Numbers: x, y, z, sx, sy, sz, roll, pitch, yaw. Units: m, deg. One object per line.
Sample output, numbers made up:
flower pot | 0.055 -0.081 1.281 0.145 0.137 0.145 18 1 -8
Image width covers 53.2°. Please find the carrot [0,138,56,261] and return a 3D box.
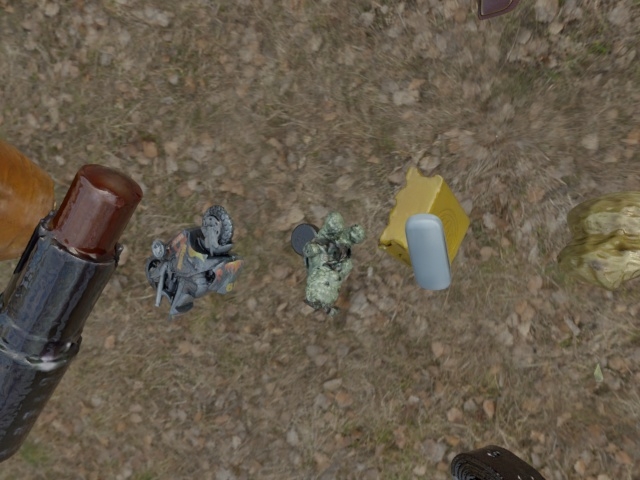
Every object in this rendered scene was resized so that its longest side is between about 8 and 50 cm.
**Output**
carrot | -0.412 -0.054 0.674 0.195 0.254 0.196 -6 69 16

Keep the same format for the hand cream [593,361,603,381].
hand cream | 0.721 0.345 1.665 0.022 0.102 0.035 17 71 36

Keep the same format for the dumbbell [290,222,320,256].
dumbbell | 0.000 0.000 1.955 0.100 0.191 0.100 0 89 33

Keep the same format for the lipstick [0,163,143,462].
lipstick | -0.228 0.065 0.515 0.081 0.081 0.300 37 113 7

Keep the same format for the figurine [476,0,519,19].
figurine | 0.334 -0.466 1.166 0.098 0.154 0.083 0 124 14

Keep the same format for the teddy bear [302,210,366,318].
teddy bear | 0.005 0.049 1.303 0.111 0.133 0.213 -1 65 46

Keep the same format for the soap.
soap | 0.262 -0.026 1.565 0.096 0.324 0.204 22 85 29

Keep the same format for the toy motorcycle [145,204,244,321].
toy motorcycle | -0.263 0.057 1.348 0.307 0.108 0.173 -35 80 37

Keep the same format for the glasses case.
glasses case | 0.202 0.024 1.189 0.067 0.045 0.179 -3 130 20

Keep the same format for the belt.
belt | 0.456 0.620 1.554 0.163 0.289 0.184 -1 111 -28

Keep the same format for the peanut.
peanut | 0.566 -0.002 1.242 0.196 0.110 0.233 4 58 41
